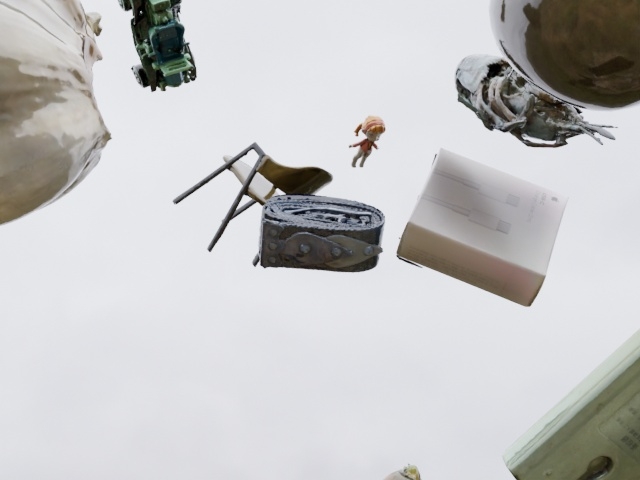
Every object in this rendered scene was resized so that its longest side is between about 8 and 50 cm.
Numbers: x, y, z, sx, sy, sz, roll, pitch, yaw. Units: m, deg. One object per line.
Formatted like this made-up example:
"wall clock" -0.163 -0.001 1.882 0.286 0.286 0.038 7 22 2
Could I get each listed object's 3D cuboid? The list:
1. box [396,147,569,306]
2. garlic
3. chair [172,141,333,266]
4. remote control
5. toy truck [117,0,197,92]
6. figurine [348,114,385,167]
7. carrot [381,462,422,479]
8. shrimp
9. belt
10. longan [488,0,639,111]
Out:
"box" 0.281 -0.025 1.640 0.251 0.203 0.106 23 -40 7
"garlic" -0.293 -0.129 0.778 0.203 0.281 0.185 -19 -27 7
"chair" -0.113 -0.088 1.759 0.247 0.172 0.158 -48 -32 12
"remote control" 0.240 0.109 0.672 0.098 0.038 0.233 39 -78 -26
"toy truck" -0.193 -0.249 1.153 0.080 0.078 0.154 -23 -42 -18
"figurine" 0.080 -0.174 1.666 0.064 0.047 0.109 -4 -42 -29
"carrot" 0.047 0.356 0.962 0.066 0.271 0.062 21 -3 -23
"shrimp" 0.313 -0.215 1.506 0.172 0.372 0.137 -30 -66 -12
"belt" 0.000 -0.001 1.655 0.218 0.122 0.129 4 -60 0
"longan" 0.238 -0.201 0.828 0.189 0.189 0.189 -6 -31 -4
